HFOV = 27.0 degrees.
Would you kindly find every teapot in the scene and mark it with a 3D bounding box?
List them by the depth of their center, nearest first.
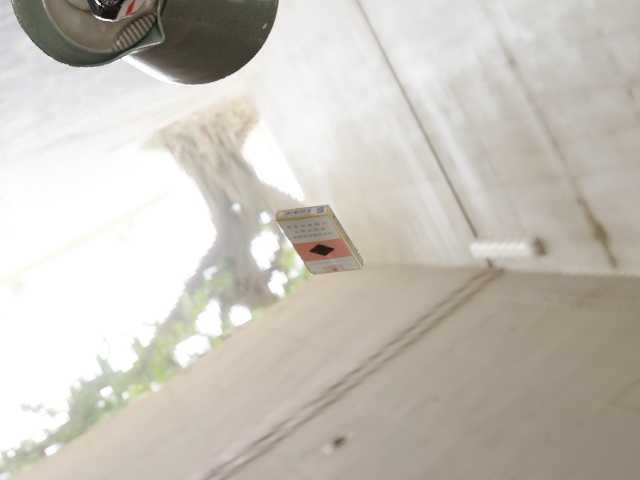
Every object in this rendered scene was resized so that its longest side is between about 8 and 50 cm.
[{"bbox_3d":[-0.228,-0.334,1.656,0.253,0.300,0.344,-50,171,17],"label":"teapot"}]

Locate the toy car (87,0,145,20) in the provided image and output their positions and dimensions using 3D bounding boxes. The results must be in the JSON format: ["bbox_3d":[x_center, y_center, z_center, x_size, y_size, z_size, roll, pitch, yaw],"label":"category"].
[{"bbox_3d":[-0.157,-0.302,1.237,0.108,0.089,0.210,-1,128,-31],"label":"toy car"}]

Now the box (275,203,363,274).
[{"bbox_3d":[0.000,0.000,1.056,0.046,0.083,0.012,-8,-124,19],"label":"box"}]
